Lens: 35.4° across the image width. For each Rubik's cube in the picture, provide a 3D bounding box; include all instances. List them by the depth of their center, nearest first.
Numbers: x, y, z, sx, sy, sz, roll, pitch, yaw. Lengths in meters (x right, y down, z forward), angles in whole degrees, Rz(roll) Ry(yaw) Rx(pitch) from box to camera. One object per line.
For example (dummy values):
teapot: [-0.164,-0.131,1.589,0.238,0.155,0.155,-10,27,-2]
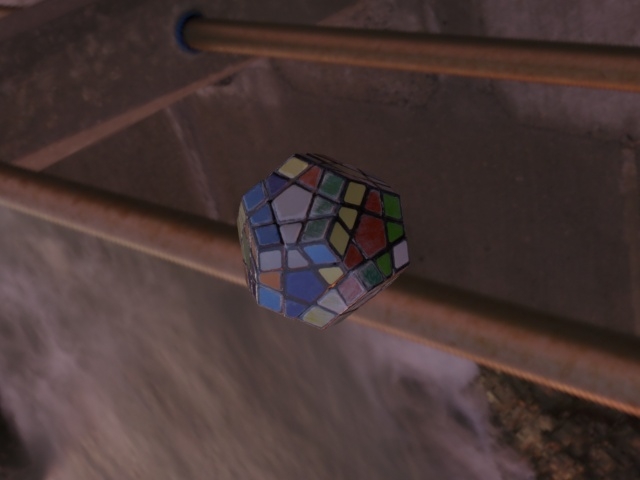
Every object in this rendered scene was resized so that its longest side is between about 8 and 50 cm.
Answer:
Rubik's cube: [0.000,0.000,0.605,0.093,0.111,0.111,50,145,9]
